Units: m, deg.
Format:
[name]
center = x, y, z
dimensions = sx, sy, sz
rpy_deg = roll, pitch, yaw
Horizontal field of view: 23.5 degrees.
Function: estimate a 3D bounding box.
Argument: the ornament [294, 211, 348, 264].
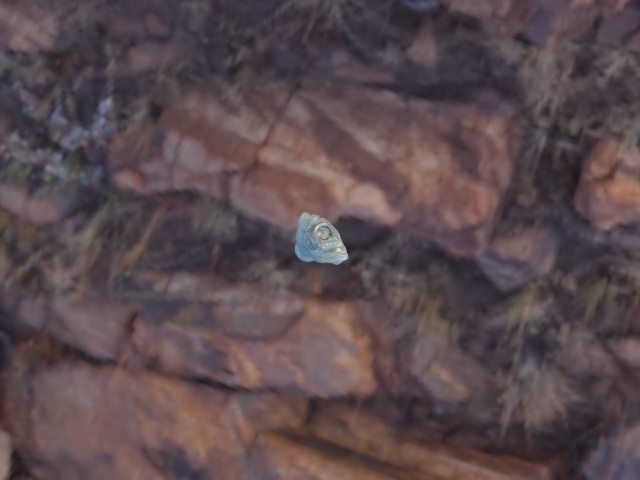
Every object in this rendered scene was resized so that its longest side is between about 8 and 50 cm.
[ornament]
center = -0.001, 0.000, 1.723
dimensions = 0.068, 0.041, 0.092
rpy_deg = 40, 162, 22
